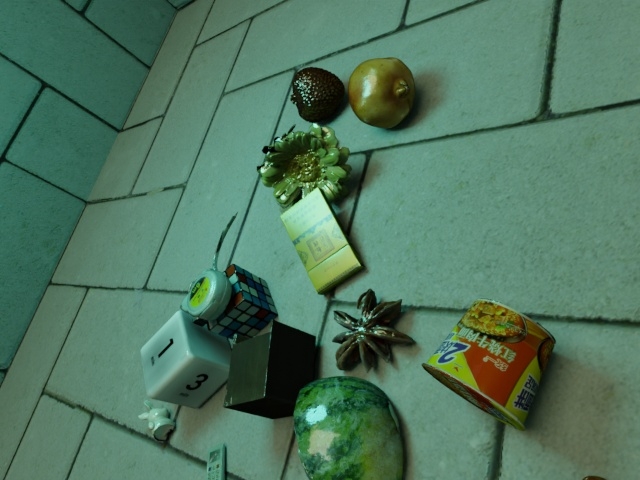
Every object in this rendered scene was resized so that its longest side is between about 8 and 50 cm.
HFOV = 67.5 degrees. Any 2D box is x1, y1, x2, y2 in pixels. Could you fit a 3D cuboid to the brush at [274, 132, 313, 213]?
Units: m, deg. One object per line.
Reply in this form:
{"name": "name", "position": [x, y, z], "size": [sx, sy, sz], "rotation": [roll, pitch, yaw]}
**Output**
{"name": "brush", "position": [-0.075, -0.245, 1.638], "size": [0.070, 0.065, 0.328], "rotation": [8, 69, 46]}

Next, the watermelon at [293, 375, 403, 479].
{"name": "watermelon", "position": [0.048, 0.416, 1.077], "size": [0.223, 0.180, 0.305], "rotation": [-6, 43, -13]}

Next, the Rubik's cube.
{"name": "Rubik's cube", "position": [-0.249, 0.194, 1.456], "size": [0.155, 0.151, 0.154], "rotation": [-40, 44, 15]}

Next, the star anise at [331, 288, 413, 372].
{"name": "star anise", "position": [0.109, 0.225, 1.172], "size": [0.229, 0.093, 0.236], "rotation": [35, 94, 42]}

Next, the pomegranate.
{"name": "pomegranate", "position": [0.180, -0.445, 1.432], "size": [0.209, 0.209, 0.209], "rotation": [-21, 53, 31]}

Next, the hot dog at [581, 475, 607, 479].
{"name": "hot dog", "position": [0.462, 0.419, 0.774], "size": [0.083, 0.035, 0.058], "rotation": [20, 79, 46]}

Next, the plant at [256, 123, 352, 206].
{"name": "plant", "position": [-0.040, -0.260, 1.466], "size": [0.305, 0.261, 0.297], "rotation": [11, 69, 28]}

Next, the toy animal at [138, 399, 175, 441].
{"name": "toy animal", "position": [-0.518, 0.572, 1.521], "size": [0.124, 0.085, 0.071], "rotation": [38, 110, 52]}

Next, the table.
{"name": "table", "position": [-0.120, 0.336, 1.235], "size": [0.169, 0.172, 0.193], "rotation": [-27, 48, 38]}

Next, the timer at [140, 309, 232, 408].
{"name": "timer", "position": [-0.402, 0.362, 1.455], "size": [0.195, 0.192, 0.194], "rotation": [-45, 44, 11]}

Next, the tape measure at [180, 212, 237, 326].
{"name": "tape measure", "position": [-0.278, 0.086, 1.374], "size": [0.164, 0.084, 0.330], "rotation": [31, 89, 45]}

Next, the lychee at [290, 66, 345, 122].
{"name": "lychee", "position": [-0.017, -0.511, 1.664], "size": [0.194, 0.194, 0.195], "rotation": [-21, 53, 31]}

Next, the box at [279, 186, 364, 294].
{"name": "box", "position": [0.000, -0.001, 1.376], "size": [0.153, 0.041, 0.279], "rotation": [-35, 65, 18]}

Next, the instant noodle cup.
{"name": "instant noodle cup", "position": [0.325, 0.223, 0.907], "size": [0.213, 0.213, 0.174], "rotation": [22, 73, 46]}

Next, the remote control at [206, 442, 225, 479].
{"name": "remote control", "position": [-0.282, 0.641, 1.300], "size": [0.061, 0.029, 0.162], "rotation": [-28, 44, 23]}
